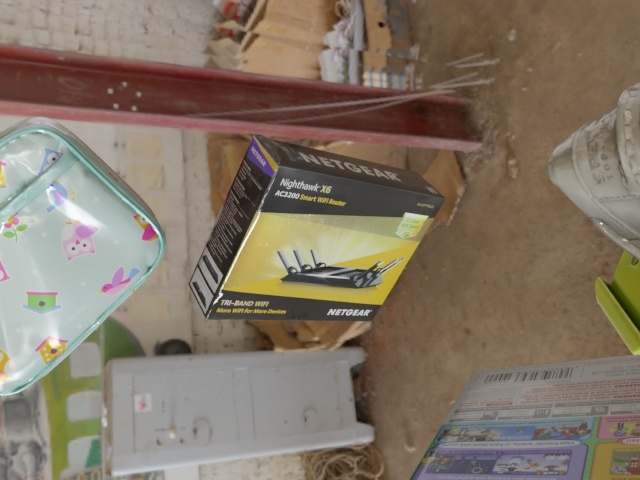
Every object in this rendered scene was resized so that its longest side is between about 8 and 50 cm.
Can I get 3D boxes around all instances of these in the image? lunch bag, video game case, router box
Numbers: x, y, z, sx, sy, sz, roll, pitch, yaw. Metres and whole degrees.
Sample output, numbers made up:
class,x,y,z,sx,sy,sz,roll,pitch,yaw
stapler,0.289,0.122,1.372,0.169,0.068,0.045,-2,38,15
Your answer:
class,x,y,z,sx,sy,sz,roll,pitch,yaw
lunch bag,-0.329,0.017,0.661,0.279,0.224,0.108,-43,33,-6
video game case,0.162,0.116,0.349,0.212,0.193,0.023,-14,99,32
router box,0.000,0.000,0.884,0.081,0.309,0.243,51,124,41

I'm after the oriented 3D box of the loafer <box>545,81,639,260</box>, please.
class,x,y,z,sx,sy,sz,roll,pitch,yaw
loafer,0.257,-0.004,0.364,0.111,0.319,0.112,-16,56,49

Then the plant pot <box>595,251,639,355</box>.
class,x,y,z,sx,sy,sz,roll,pitch,yaw
plant pot,0.630,0.114,1.065,0.207,0.227,0.228,-51,21,25
